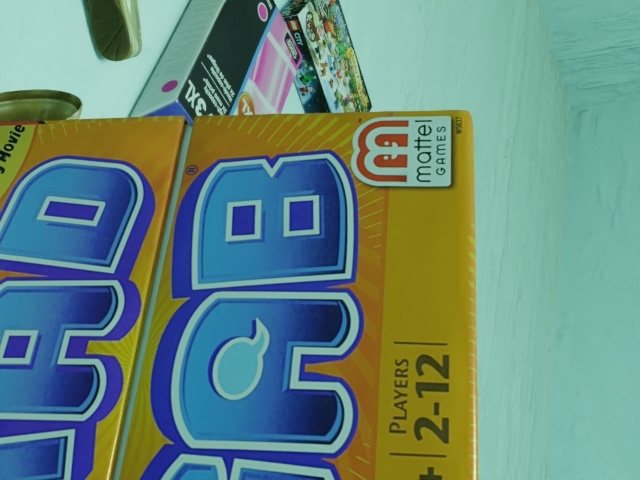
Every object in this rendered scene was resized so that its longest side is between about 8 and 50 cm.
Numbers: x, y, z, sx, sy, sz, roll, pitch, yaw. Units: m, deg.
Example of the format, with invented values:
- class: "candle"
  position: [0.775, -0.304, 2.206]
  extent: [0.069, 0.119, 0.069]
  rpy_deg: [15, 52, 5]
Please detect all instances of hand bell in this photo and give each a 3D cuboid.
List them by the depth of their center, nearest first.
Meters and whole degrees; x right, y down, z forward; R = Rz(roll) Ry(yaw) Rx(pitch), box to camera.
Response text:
- class: "hand bell"
  position: [-0.248, 0.004, 0.791]
  extent: [0.126, 0.126, 0.242]
  rpy_deg: [-51, 142, -55]

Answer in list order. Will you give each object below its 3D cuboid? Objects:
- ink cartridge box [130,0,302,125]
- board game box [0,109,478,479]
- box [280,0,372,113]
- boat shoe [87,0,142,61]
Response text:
- class: "ink cartridge box"
  position: [-0.125, -0.169, 1.101]
  extent: [0.176, 0.069, 0.371]
  rpy_deg: [60, 38, -42]
- class: "board game box"
  position: [-0.072, 0.164, 0.627]
  extent: [0.356, 0.356, 0.356]
  rpy_deg: [77, 15, -56]
- class: "box"
  position: [0.009, -0.270, 1.410]
  extent: [0.159, 0.044, 0.233]
  rpy_deg: [-62, 139, -48]
- class: "boat shoe"
  position: [-0.214, -0.264, 0.939]
  extent: [0.048, 0.056, 0.153]
  rpy_deg: [-50, 132, -68]
